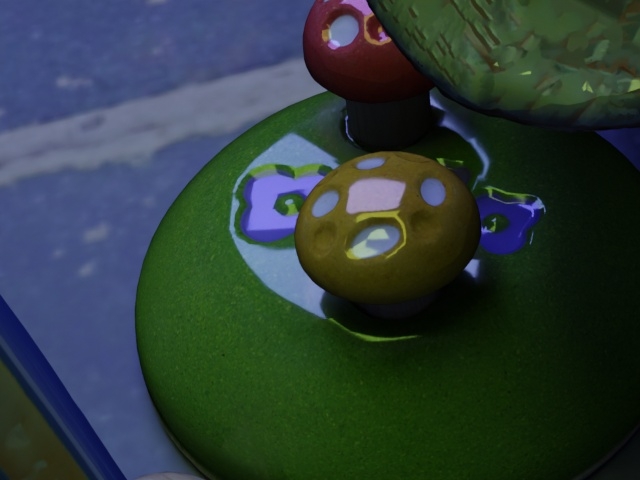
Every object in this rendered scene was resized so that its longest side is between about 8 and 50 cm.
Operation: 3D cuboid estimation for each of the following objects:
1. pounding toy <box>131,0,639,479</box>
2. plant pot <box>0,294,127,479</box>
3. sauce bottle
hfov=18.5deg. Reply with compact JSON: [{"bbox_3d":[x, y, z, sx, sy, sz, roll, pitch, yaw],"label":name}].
[{"bbox_3d":[0.000,0.000,0.612,0.237,0.110,0.183,-28,49,-17],"label":"pounding toy"},{"bbox_3d":[-0.182,0.082,0.459,0.212,0.236,0.236,17,59,31],"label":"plant pot"},{"bbox_3d":[0.086,-0.098,0.576,0.111,0.111,0.344,1,9,11],"label":"sauce bottle"}]
